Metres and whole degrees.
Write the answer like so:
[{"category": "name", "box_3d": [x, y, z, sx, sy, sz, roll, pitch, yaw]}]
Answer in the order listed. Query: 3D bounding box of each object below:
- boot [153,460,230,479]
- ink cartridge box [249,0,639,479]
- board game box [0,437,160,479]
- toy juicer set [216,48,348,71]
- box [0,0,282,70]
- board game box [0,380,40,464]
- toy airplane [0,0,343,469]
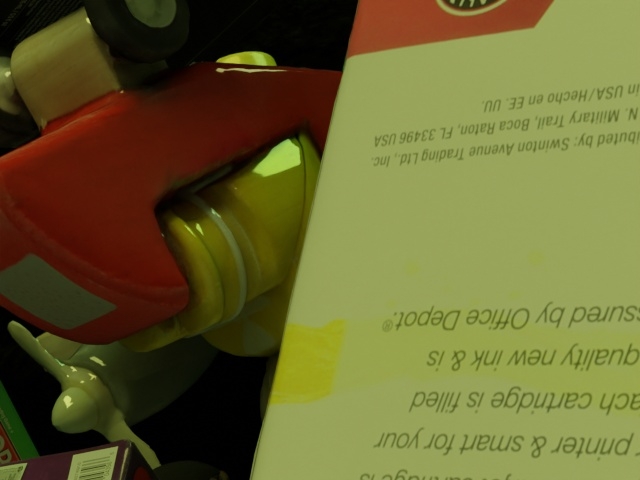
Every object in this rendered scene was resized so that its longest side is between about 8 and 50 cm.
[{"category": "boot", "box_3d": [-0.057, 0.156, 0.938, 0.198, 0.077, 0.137, -2, 27, 37]}, {"category": "ink cartridge box", "box_3d": [0.135, 0.052, 0.666, 0.279, 0.160, 0.384, -2, 66, 39]}, {"category": "board game box", "box_3d": [-0.193, 0.248, 0.794, 0.208, 0.056, 0.347, -9, 43, 19]}, {"category": "toy juicer set", "box_3d": [0.095, -0.116, 1.272, 0.329, 0.089, 0.209, -22, -16, 28]}, {"category": "box", "box_3d": [-0.096, -0.179, 0.995, 0.184, 0.103, 0.261, -4, -16, -31]}, {"category": "board game box", "box_3d": [-0.251, 0.048, 1.144, 0.046, 0.213, 0.317, -30, 26, -13]}, {"category": "toy airplane", "box_3d": [0.000, 0.000, 1.035, 0.384, 0.272, 0.386, -14, -12, -5]}]
